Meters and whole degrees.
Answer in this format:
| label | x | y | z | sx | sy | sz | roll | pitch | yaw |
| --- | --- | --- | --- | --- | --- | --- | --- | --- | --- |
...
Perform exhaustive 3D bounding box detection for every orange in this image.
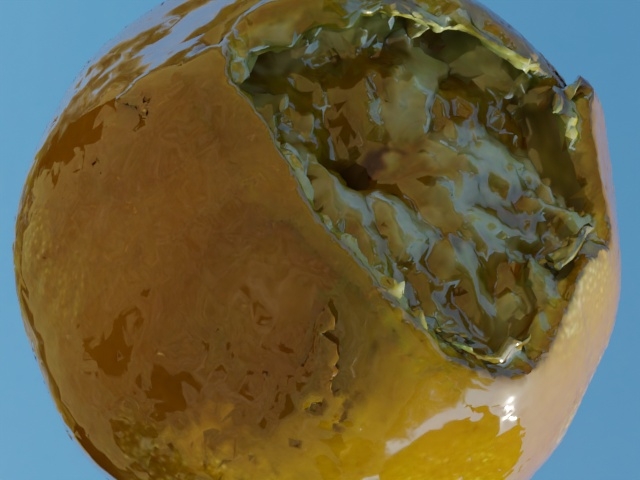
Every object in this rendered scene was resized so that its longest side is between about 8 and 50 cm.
| label | x | y | z | sx | sy | sz | roll | pitch | yaw |
| --- | --- | --- | --- | --- | --- | --- | --- | --- | --- |
| orange | 0.000 | 0.000 | 0.465 | 0.134 | 0.155 | 0.154 | 99 | -33 | -62 |
